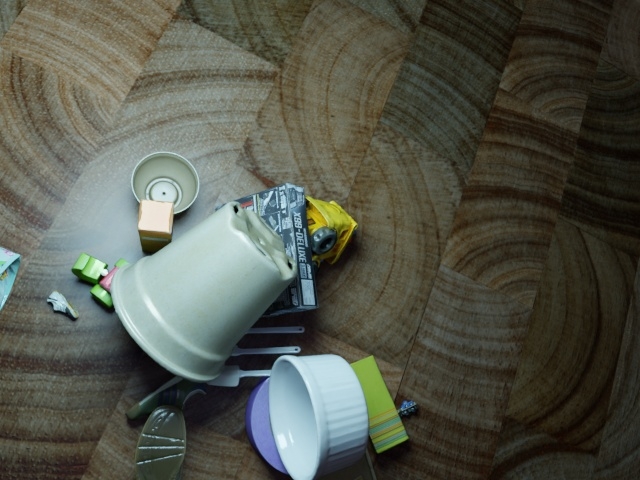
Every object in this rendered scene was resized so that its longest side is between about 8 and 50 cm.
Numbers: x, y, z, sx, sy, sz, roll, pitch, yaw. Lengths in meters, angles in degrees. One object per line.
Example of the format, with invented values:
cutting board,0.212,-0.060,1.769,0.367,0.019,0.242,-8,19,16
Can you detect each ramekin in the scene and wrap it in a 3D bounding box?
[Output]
ramekin,-0.006,0.387,1.320,0.135,0.277,0.277,-5,78,-26

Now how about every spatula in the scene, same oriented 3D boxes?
spatula,-0.160,0.280,1.469,0.242,0.019,0.168,0,51,-3

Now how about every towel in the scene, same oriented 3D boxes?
towel,0.143,0.432,1.563,0.102,0.021,0.237,-15,72,-25

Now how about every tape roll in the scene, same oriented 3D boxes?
tape roll,-0.046,0.443,1.482,0.275,0.090,0.274,4,75,-17

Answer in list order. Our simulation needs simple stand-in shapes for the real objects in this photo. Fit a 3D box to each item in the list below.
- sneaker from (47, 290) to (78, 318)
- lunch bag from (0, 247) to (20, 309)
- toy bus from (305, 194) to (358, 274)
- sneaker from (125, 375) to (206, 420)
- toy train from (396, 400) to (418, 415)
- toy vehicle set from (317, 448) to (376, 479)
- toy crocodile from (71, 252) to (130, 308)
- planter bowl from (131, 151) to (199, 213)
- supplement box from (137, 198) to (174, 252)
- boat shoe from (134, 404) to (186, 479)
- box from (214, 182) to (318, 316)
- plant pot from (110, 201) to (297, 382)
sneaker,-0.614,0.159,1.405,0.037,0.032,0.083,-44,88,-8
lunch bag,-0.815,0.104,1.286,0.224,0.160,0.262,19,61,-9
toy bus,0.000,0.000,1.570,0.211,0.220,0.149,0,37,-46
sneaker,-0.359,0.385,1.408,0.192,0.064,0.086,-34,84,-25
toy train,0.191,0.467,1.586,0.158,0.027,0.036,-17,72,-20
toy vehicle set,0.061,0.621,1.442,0.166,0.035,0.266,-23,110,-22
toy crocodile,-0.441,0.147,1.419,0.340,0.105,0.115,41,69,-5
planter bowl,-0.395,-0.130,1.498,0.162,0.109,0.162,4,76,-16
supplement box,-0.391,-0.028,1.408,0.080,0.233,0.078,4,75,-12
boat shoe,-0.369,0.530,1.352,0.109,0.098,0.302,4,79,-12
box,-0.141,0.037,1.473,0.077,0.243,0.307,10,69,-55
plant pot,-0.231,0.090,1.318,0.305,0.334,0.334,-41,92,11
